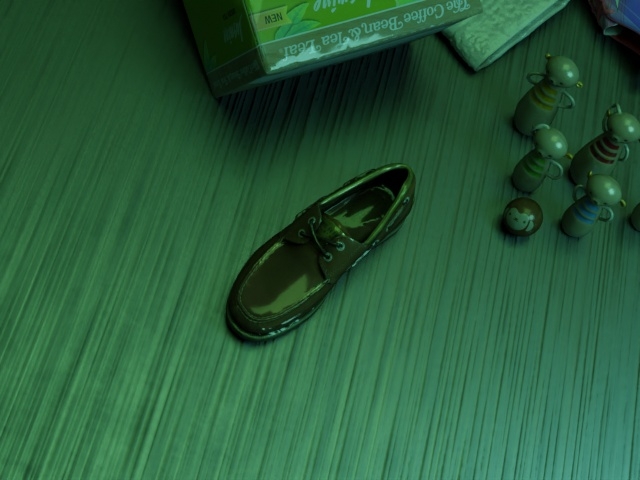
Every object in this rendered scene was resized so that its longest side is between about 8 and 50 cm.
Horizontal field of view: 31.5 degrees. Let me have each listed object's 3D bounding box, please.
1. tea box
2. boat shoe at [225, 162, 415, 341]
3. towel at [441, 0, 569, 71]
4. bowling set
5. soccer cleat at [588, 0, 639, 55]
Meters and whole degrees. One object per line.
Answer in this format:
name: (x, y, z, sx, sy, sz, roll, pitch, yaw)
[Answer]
tea box: (-0.011, -0.393, 1.497, 0.329, 0.220, 0.324, -21, 97, -22)
boat shoe: (0.000, 0.000, 1.419, 0.110, 0.104, 0.307, 42, 61, 9)
towel: (0.273, -0.398, 1.700, 0.282, 0.049, 0.187, -39, 75, -12)
bowling set: (0.347, -0.086, 1.522, 0.287, 0.154, 0.200, 39, 61, 8)
soccer cleat: (0.453, -0.384, 1.741, 0.116, 0.108, 0.318, -37, 66, 4)
